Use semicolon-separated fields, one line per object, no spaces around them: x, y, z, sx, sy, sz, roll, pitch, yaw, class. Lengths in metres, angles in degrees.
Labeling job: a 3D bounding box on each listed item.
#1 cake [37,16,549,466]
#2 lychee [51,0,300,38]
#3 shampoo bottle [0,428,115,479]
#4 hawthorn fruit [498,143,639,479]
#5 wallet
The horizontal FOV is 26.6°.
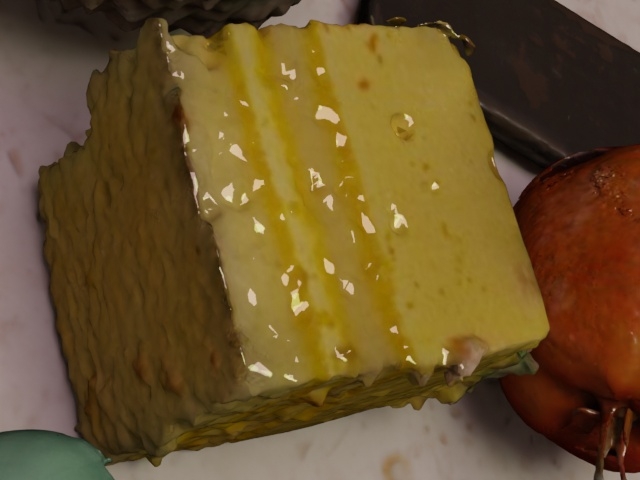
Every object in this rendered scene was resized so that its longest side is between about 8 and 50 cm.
0.000;0.000;0.836;0.286;0.222;0.228;-5;75;-34;cake
-0.097;-0.325;0.826;0.432;0.380;0.380;32;51;20;lychee
-0.099;0.254;0.693;0.151;0.222;0.349;-35;78;-18;shampoo bottle
0.208;0.064;0.930;0.211;0.211;0.299;42;40;-11;hawthorn fruit
0.165;-0.143;1.106;0.309;0.042;0.165;27;57;-21;wallet
